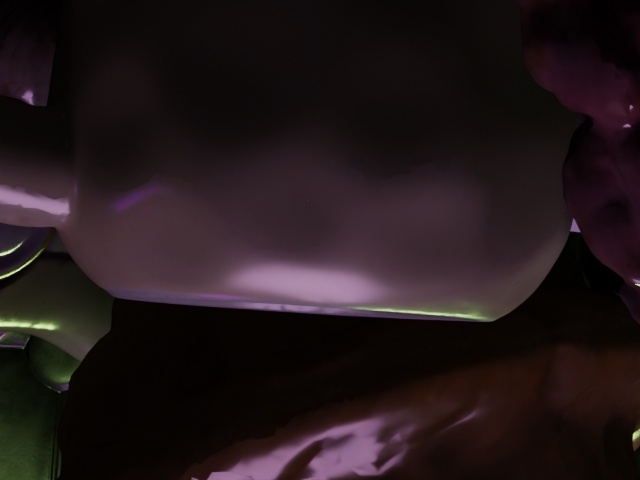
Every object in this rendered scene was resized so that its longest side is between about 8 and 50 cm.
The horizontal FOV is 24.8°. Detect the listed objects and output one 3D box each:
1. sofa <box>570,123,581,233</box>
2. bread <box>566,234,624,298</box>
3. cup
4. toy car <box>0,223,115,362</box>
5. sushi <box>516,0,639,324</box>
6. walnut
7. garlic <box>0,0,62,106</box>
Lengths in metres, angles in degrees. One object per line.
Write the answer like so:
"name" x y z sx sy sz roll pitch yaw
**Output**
"sofa" 0.158 -0.098 0.654 0.258 0.182 0.200 3 -167 9
"bread" 0.332 -0.016 0.928 0.377 0.208 0.251 2 153 -10
"cup" -0.028 -0.081 0.452 0.173 0.202 0.255 0 174 45
"toy car" -0.237 -0.005 0.976 0.242 0.226 0.336 42 -163 30
"sushi" 0.165 -0.064 0.397 0.171 0.236 0.270 -8 168 24
"walnut" 0.013 0.122 0.850 0.384 0.383 0.383 3 176 0
"garlic" -0.127 -0.109 0.874 0.159 0.102 0.147 20 -179 -33
